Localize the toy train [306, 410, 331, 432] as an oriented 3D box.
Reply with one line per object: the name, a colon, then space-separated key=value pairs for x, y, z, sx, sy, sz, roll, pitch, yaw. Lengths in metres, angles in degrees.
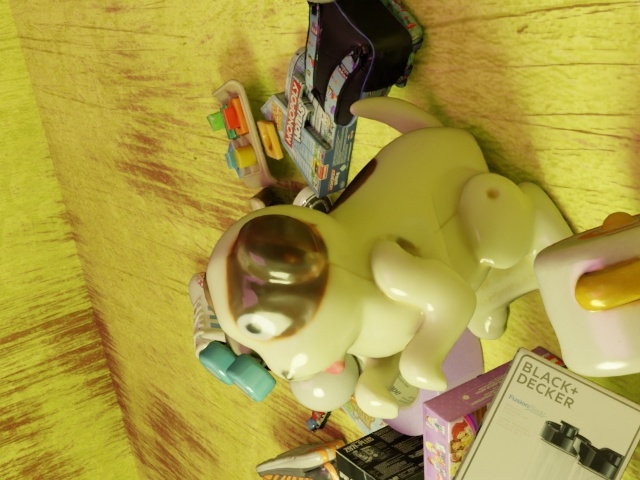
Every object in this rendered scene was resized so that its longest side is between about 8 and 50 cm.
toy train: x=0.002 y=0.335 z=1.981 sx=0.027 sy=0.036 sz=0.158 roll=57 pitch=151 yaw=24

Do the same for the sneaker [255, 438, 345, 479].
sneaker: x=-0.023 y=0.508 z=2.047 sx=0.321 sy=0.124 sz=0.180 roll=-29 pitch=81 yaw=63

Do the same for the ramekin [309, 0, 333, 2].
ramekin: x=0.033 y=-0.460 z=1.263 sx=0.303 sy=0.148 sz=0.303 roll=41 pitch=142 yaw=44

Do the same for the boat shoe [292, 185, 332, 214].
boat shoe: x=0.000 y=0.000 z=1.724 sx=0.070 sy=0.078 sz=0.219 roll=48 pitch=154 yaw=38

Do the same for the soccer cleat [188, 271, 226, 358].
soccer cleat: x=-0.228 y=0.180 z=2.184 sx=0.331 sy=0.143 sz=0.116 roll=43 pitch=142 yaw=42

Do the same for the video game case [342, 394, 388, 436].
video game case: x=0.070 y=0.252 z=1.814 sx=0.212 sy=0.023 sz=0.193 roll=46 pitch=145 yaw=38

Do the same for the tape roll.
tape roll: x=0.129 y=0.156 z=1.569 sx=0.275 sy=0.090 sz=0.275 roll=39 pitch=140 yaw=44

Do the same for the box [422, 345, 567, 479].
box: x=0.233 y=0.307 z=1.356 sx=0.057 sy=0.201 sz=0.293 roll=33 pitch=136 yaw=49

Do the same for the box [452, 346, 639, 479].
box: x=0.245 y=0.287 z=1.194 sx=0.169 sy=0.290 sz=0.087 roll=28 pitch=179 yaw=13

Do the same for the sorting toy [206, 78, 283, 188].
sorting toy: x=-0.148 y=-0.182 z=1.824 sx=0.196 sy=0.047 sz=0.347 roll=69 pitch=164 yaw=-6

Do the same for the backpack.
backpack: x=0.049 y=-0.251 z=1.409 sx=0.158 sy=0.117 sz=0.173 roll=54 pitch=148 yaw=28

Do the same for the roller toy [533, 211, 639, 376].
roller toy: x=0.316 y=0.042 z=1.025 sx=0.191 sy=0.209 sz=0.146 roll=-18 pitch=91 yaw=69

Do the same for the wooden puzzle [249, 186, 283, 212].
wooden puzzle: x=-0.070 y=0.016 z=1.820 sx=0.239 sy=0.044 sz=0.221 roll=-90 pitch=-16 yaw=-83

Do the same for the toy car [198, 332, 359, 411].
toy car: x=-0.025 y=0.192 z=1.622 sx=0.238 sy=0.219 sz=0.210 roll=49 pitch=162 yaw=-25

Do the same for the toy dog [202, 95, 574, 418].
toy dog: x=0.062 y=0.021 z=1.249 sx=0.284 sy=0.408 sz=0.395 roll=-22 pitch=89 yaw=63

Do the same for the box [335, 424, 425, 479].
box: x=0.138 y=0.349 z=1.580 sx=0.147 sy=0.180 sz=0.077 roll=23 pitch=127 yaw=55

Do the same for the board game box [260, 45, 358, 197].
board game box: x=-0.022 y=-0.205 z=1.636 sx=0.194 sy=0.060 sz=0.194 roll=49 pitch=146 yaw=34
